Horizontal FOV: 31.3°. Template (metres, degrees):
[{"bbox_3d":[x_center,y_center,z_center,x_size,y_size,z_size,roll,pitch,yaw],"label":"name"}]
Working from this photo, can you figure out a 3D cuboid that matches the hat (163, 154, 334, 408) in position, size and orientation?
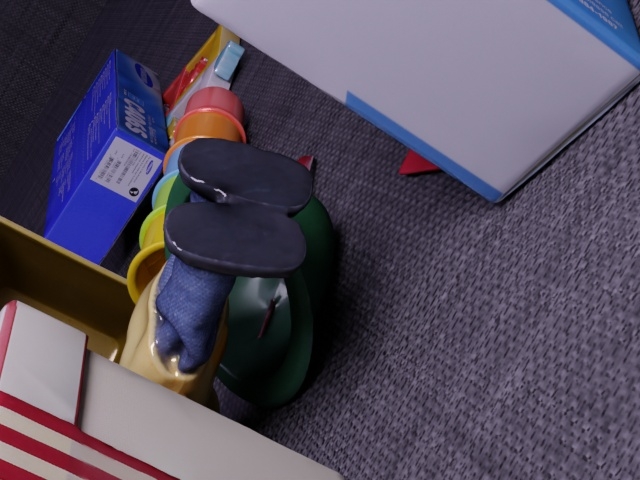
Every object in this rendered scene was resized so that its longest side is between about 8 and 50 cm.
[{"bbox_3d":[0.000,0.000,0.852,0.173,0.183,0.208,-45,66,51],"label":"hat"}]

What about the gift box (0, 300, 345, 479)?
[{"bbox_3d":[-0.147,0.225,0.561,0.276,0.258,0.255,-53,22,14],"label":"gift box"}]

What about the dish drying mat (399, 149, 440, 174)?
[{"bbox_3d":[0.081,-0.060,0.773,0.032,0.008,0.083,-63,21,-12],"label":"dish drying mat"}]

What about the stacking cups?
[{"bbox_3d":[-0.117,-0.055,1.084,0.096,0.096,0.316,-47,25,29],"label":"stacking cups"}]

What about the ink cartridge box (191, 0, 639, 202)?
[{"bbox_3d":[0.059,-0.205,0.713,0.129,0.223,0.307,-46,25,33],"label":"ink cartridge box"}]

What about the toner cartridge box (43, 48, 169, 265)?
[{"bbox_3d":[-0.270,-0.116,1.443,0.165,0.075,0.348,-53,22,14],"label":"toner cartridge box"}]

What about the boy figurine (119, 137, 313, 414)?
[{"bbox_3d":[-0.084,0.076,0.732,0.177,0.092,0.285,-86,12,-46],"label":"boy figurine"}]

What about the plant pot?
[{"bbox_3d":[-0.270,0.124,1.067,0.212,0.212,0.187,-65,9,-14],"label":"plant pot"}]

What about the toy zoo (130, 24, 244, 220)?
[{"bbox_3d":[-0.180,-0.152,1.437,0.293,0.030,0.192,-42,27,38],"label":"toy zoo"}]
